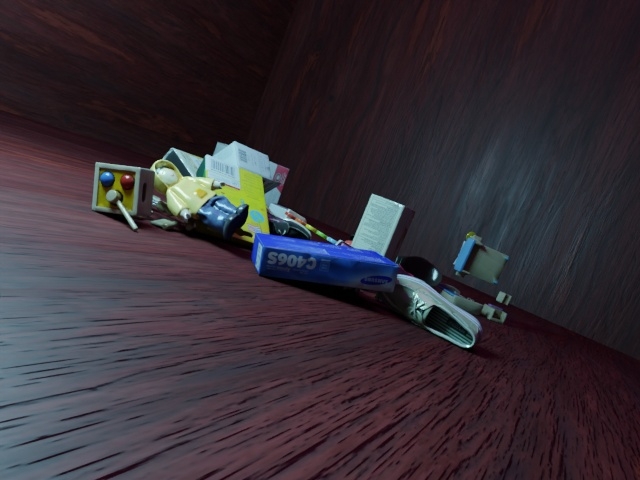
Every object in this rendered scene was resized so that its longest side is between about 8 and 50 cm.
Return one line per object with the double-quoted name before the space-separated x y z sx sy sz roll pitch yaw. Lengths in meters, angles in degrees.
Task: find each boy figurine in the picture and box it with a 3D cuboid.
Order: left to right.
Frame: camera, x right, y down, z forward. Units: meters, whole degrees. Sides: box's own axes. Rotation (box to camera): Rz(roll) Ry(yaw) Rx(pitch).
"boy figurine" -0.326 -0.119 1.208 0.285 0.092 0.177 33 47 10

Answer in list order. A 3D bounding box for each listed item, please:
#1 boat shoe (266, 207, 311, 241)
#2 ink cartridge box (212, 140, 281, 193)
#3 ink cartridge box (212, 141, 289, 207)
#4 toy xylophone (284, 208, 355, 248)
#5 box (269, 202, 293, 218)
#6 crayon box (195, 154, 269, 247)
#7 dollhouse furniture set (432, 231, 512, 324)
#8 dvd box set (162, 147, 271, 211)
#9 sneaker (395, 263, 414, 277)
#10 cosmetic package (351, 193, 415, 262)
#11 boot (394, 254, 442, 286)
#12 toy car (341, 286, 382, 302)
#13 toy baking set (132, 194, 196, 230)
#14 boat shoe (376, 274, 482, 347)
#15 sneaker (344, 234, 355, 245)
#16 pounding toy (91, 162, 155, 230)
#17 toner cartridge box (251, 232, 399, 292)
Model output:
"boat shoe" -0.142 -0.037 1.523 0.233 0.084 0.079 25 42 -11
"ink cartridge box" -0.376 -0.273 2.020 0.309 0.130 0.271 -24 -23 31
"ink cartridge box" -0.399 -0.321 2.423 0.384 0.279 0.160 17 6 -37
"toy xylophone" 0.000 0.000 1.681 0.322 0.081 0.236 32 1 33
"box" -0.192 -0.107 2.090 0.101 0.101 0.087 22 6 5
"crayon box" -0.266 -0.099 1.370 0.202 0.081 0.319 19 39 -30
"dollhouse furniture set" 0.652 0.139 1.900 0.286 0.304 0.198 20 7 -15
"dvd box set" -0.329 -0.156 1.621 0.308 0.062 0.420 53 16 15
"sneaker" 0.323 0.139 1.932 0.158 0.061 0.064 25 13 39
"cosmetic package" 0.224 -0.008 1.740 0.153 0.296 0.129 27 7 32
"boot" 0.406 0.134 1.992 0.305 0.112 0.115 19 -14 43
"toy car" 0.158 0.138 1.339 0.225 0.053 0.239 24 6 22
"toy baking set" -0.431 -0.089 1.243 0.196 0.030 0.256 18 15 -14
"boat shoe" 0.278 0.176 1.189 0.302 0.109 0.094 26 9 20
"sneaker" 0.199 0.034 2.068 0.148 0.131 0.350 28 8 19
"pounding toy" -0.453 -0.101 1.055 0.130 0.141 0.100 8 4 7
"toner cartridge box" 0.007 0.055 1.169 0.347 0.075 0.165 9 11 -16
